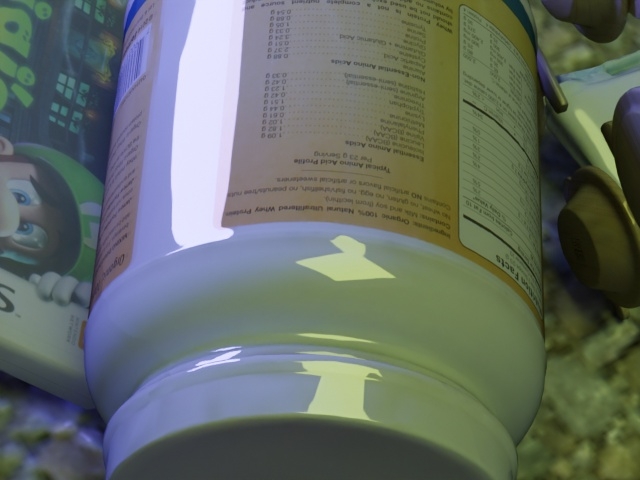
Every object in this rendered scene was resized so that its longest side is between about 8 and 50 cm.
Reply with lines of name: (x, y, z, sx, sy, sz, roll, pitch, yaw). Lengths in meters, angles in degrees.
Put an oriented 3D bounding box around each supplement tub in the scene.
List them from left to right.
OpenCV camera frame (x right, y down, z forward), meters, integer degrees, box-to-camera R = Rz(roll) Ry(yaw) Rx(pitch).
supplement tub: (0.000, 0.000, 0.639, 0.144, 0.144, 0.199, 10, 55, -11)

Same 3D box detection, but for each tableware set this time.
tableware set: (0.095, -0.044, 0.692, 0.020, 0.168, 0.141, -20, 79, -15)

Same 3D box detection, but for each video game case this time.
video game case: (-0.130, -0.057, 0.671, 0.173, 0.022, 0.190, 28, 49, -29)

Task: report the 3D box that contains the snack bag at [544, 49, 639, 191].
snack bag: (0.298, 0.015, 0.779, 0.323, 0.037, 0.342, -24, 70, -29)
